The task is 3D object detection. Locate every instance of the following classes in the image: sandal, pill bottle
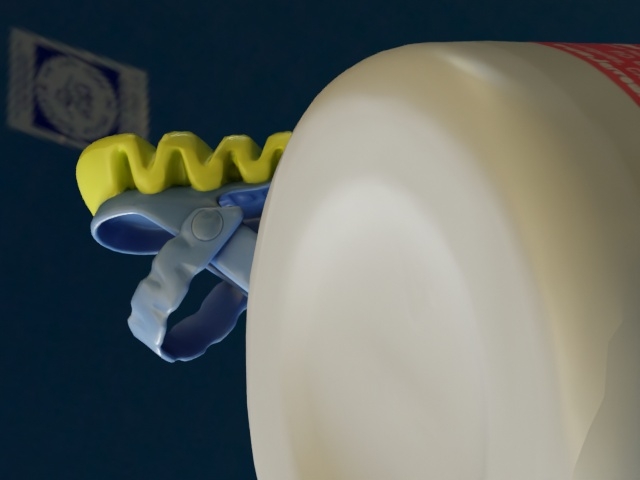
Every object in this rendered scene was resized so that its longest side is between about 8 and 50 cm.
[{"bbox_3d":[0.000,0.000,0.884,0.318,0.126,0.138,-8,-112,20],"label":"sandal"},{"bbox_3d":[0.196,0.041,0.554,0.229,0.408,0.229,9,-80,63],"label":"pill bottle"}]
